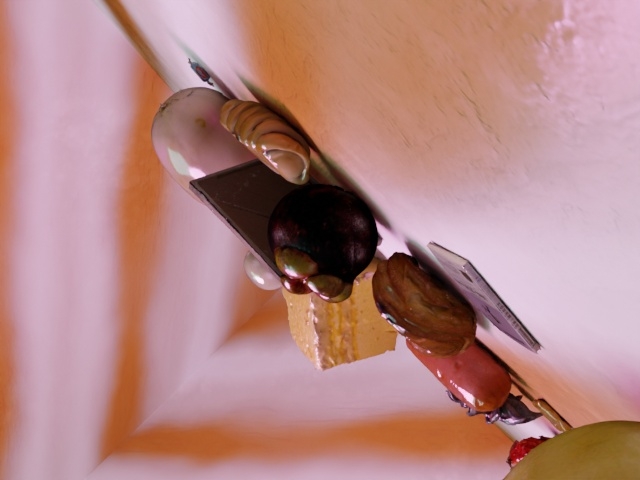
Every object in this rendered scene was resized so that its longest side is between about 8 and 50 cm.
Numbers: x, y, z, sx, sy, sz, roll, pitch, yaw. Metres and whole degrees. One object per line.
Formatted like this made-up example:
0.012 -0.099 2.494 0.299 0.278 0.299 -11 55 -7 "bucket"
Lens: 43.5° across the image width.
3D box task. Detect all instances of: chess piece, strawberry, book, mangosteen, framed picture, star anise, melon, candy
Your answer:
-0.058 0.004 1.751 0.144 0.251 0.144 46 176 4 "chess piece"
0.541 0.504 1.790 0.236 0.111 0.190 16 149 32 "strawberry"
0.228 0.079 1.133 0.182 0.014 0.127 48 176 -21 "book"
0.000 0.000 1.411 0.210 0.210 0.210 46 177 3 "mangosteen"
-0.073 -0.056 1.611 0.335 0.247 0.022 43 140 32 "framed picture"
0.359 0.337 1.702 0.204 0.061 0.181 8 -153 -20 "star anise"
-0.243 -0.205 1.810 0.317 0.223 0.223 49 176 -34 "melon"
-0.268 -0.375 1.799 0.083 0.020 0.030 47 175 -9 "candy"

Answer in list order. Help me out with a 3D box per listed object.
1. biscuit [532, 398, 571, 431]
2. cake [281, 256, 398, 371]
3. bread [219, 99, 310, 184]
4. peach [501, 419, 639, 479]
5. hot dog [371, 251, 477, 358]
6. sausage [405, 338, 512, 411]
0.444 0.338 1.545 0.081 0.018 0.083 45 177 12 "biscuit"
0.075 0.143 1.915 0.227 0.285 0.223 -140 41 -61 "cake"
-0.089 -0.180 1.409 0.134 0.081 0.225 42 178 -39 "bread"
0.310 0.323 0.790 0.314 0.282 0.315 7 166 23 "peach"
0.178 0.121 1.391 0.196 0.122 0.272 46 -179 26 "hot dog"
0.286 0.252 1.649 0.259 0.113 0.113 44 177 46 "sausage"
